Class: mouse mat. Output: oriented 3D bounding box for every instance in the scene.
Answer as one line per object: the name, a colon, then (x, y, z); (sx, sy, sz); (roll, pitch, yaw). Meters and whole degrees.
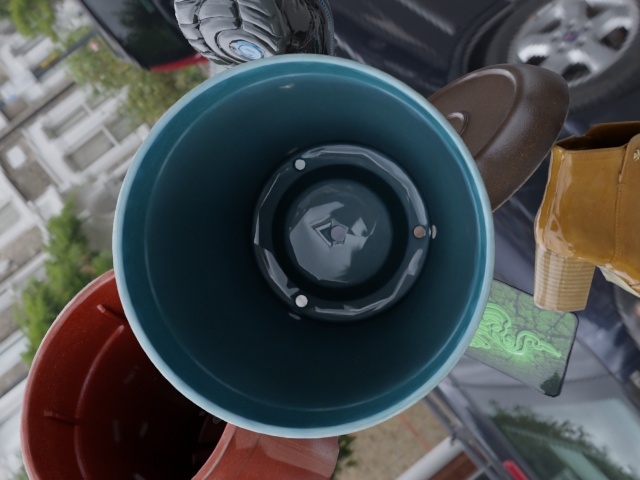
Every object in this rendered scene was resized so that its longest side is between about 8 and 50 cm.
mouse mat: (0.285, 0.138, 1.471); (0.190, 0.007, 0.152); (25, 124, 32)

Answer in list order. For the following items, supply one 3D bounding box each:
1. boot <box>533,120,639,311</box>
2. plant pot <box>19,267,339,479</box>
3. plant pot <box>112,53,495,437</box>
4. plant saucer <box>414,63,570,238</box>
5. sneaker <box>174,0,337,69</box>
boot: (0.371, -0.036, 1.161); (0.104, 0.295, 0.211); (33, 123, 49)
plant pot: (-0.125, 0.190, 1.055); (0.272, 0.272, 0.265); (49, -174, 36)
plant pot: (0.000, 0.000, 0.817); (0.271, 0.272, 0.255); (51, -173, 3)
plant saucer: (0.153, -0.110, 1.186); (0.050, 0.310, 0.310); (46, 180, -22)
sneaker: (-0.060, -0.245, 1.096); (0.125, 0.139, 0.341); (18, 166, 15)
